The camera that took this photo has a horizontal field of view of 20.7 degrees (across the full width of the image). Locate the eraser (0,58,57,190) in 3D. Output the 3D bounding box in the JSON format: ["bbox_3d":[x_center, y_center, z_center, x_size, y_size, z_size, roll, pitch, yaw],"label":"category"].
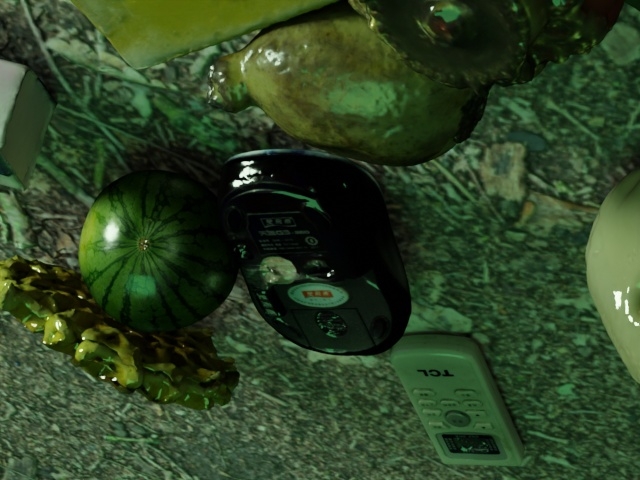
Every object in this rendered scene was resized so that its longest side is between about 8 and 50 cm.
[{"bbox_3d":[-0.372,-0.127,1.442,0.287,0.086,0.130,15,168,4],"label":"eraser"}]

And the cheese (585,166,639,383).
[{"bbox_3d":[0.309,0.056,1.321,0.248,0.251,0.173,38,141,-1],"label":"cheese"}]

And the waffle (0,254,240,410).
[{"bbox_3d":[-0.187,0.080,1.588,0.245,0.052,0.254,25,-174,-10],"label":"waffle"}]

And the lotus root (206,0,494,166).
[{"bbox_3d":[0.024,-0.119,1.274,0.214,0.138,0.138,4,143,-2],"label":"lotus root"}]

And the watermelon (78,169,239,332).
[{"bbox_3d":[-0.138,0.008,1.519,0.140,0.141,0.187,17,-178,2],"label":"watermelon"}]

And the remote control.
[{"bbox_3d":[0.130,0.154,1.670,0.087,0.029,0.190,-1,139,24],"label":"remote control"}]

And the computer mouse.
[{"bbox_3d":[0.000,0.000,1.473,0.137,0.096,0.233,-3,135,19],"label":"computer mouse"}]

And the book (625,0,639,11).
[{"bbox_3d":[0.332,-0.172,1.163,0.264,0.027,0.202,29,141,-13],"label":"book"}]

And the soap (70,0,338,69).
[{"bbox_3d":[-0.058,-0.239,1.195,0.315,0.091,0.199,-14,132,35],"label":"soap"}]

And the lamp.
[{"bbox_3d":[0.116,-0.213,0.995,0.177,0.274,0.177,20,146,14],"label":"lamp"}]
